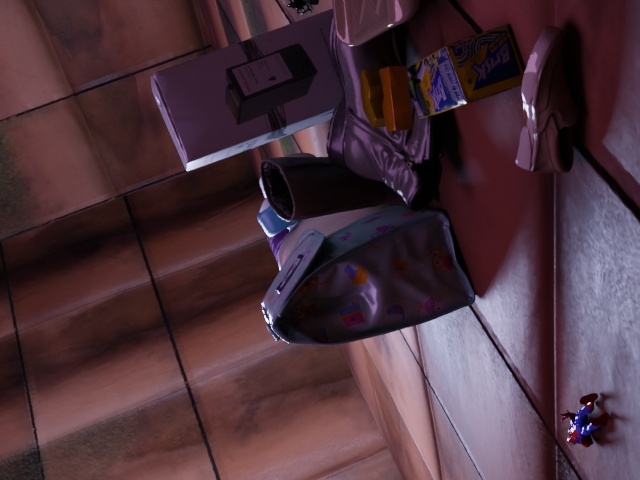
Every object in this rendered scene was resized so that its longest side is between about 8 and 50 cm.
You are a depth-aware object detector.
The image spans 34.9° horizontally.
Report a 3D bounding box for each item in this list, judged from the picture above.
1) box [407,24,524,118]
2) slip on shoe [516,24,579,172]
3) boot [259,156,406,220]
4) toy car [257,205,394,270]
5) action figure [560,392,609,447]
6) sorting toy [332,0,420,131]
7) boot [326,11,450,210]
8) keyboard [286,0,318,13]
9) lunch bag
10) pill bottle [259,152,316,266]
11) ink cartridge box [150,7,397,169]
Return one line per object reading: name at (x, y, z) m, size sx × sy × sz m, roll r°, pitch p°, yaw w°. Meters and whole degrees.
box at (0.127, -0.150, 0.929) m, size 0.169 × 0.059 × 0.054 m, roll -161°, pitch 51°, yaw -81°
slip on shoe at (0.178, -0.103, 0.774) m, size 0.041 × 0.051 × 0.135 m, roll 21°, pitch 140°, yaw 22°
boot at (0.020, -0.093, 1.299) m, size 0.190 × 0.208 × 0.076 m, roll -125°, pitch 32°, yaw -48°
toy car at (0.054, -0.013, 1.629) m, size 0.219 × 0.210 × 0.238 m, roll 56°, pitch -158°, yaw -3°
action figure at (0.264, 0.187, 1.027) m, size 0.038 × 0.030 × 0.115 m, roll 60°, pitch 172°, yaw 25°
sorting toy at (0.056, -0.263, 1.017) m, size 0.229 × 0.041 × 0.307 m, roll -160°, pitch 63°, yaw -76°
boot at (0.088, -0.168, 1.149) m, size 0.161 × 0.083 × 0.247 m, roll 29°, pitch 126°, yaw 44°
keyboard at (-0.047, -0.407, 1.627) m, size 0.192 × 0.038 × 0.100 m, roll -124°, pitch 14°, yaw -65°
lunch bag at (0.043, 0.055, 1.374) m, size 0.223 × 0.262 × 0.160 m, roll -150°, pitch 39°, yaw -81°
pill bottle at (0.000, 0.000, 1.885) m, size 0.181 × 0.181 × 0.323 m, roll 82°, pitch 165°, yaw -63°
ink cartridge box at (-0.064, -0.196, 1.322) m, size 0.211 × 0.289 × 0.122 m, roll -173°, pitch 63°, yaw -83°
